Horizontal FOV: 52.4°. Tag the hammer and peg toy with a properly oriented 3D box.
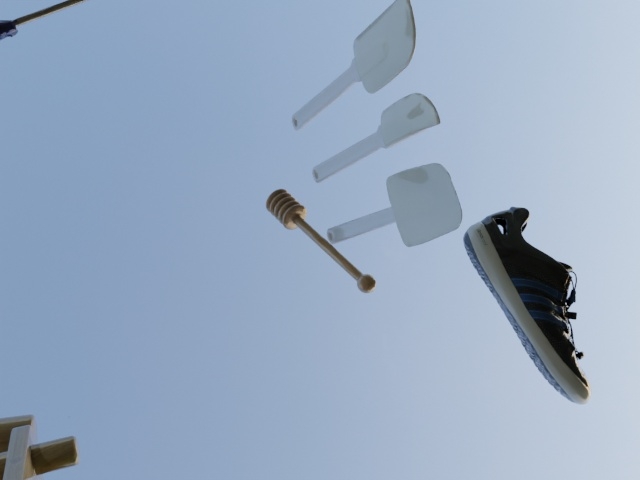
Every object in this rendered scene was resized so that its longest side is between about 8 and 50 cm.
[{"bbox_3d":[-0.332,0.367,0.772,0.127,0.361,0.266,-9,-72,-17],"label":"hammer and peg toy"}]

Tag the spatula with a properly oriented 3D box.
[{"bbox_3d":[0.033,-0.071,0.541,0.019,0.242,0.168,-17,-91,-24],"label":"spatula"}]

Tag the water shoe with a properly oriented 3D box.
[{"bbox_3d":[0.219,0.057,0.633,0.080,0.073,0.203,-30,-106,5],"label":"water shoe"}]

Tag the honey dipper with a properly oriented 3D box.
[{"bbox_3d":[0.000,0.000,0.638,0.030,0.030,0.160,-26,-133,-25],"label":"honey dipper"}]

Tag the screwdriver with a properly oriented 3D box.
[{"bbox_3d":[-0.166,-0.129,0.382,0.170,0.024,0.025,-31,-50,-31],"label":"screwdriver"}]
